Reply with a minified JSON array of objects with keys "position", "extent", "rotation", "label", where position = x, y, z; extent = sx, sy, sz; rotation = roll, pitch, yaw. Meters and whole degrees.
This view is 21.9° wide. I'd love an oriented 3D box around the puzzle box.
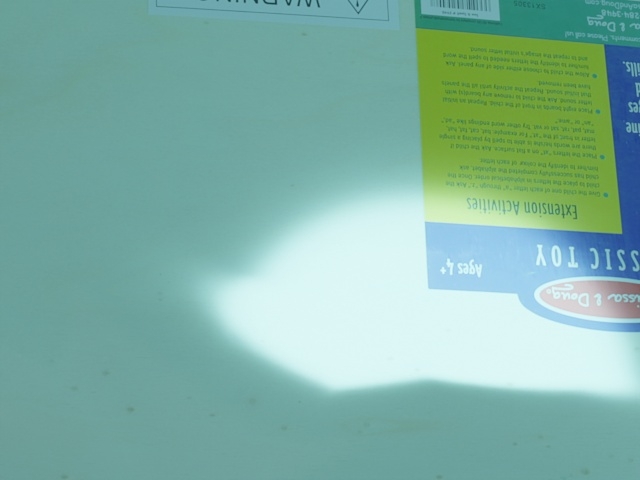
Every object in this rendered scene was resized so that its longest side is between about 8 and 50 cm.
[{"position":[0.000,0.000,0.667],"extent":[0.408,0.052,0.272],"rotation":[3,66,-11],"label":"puzzle box"}]
